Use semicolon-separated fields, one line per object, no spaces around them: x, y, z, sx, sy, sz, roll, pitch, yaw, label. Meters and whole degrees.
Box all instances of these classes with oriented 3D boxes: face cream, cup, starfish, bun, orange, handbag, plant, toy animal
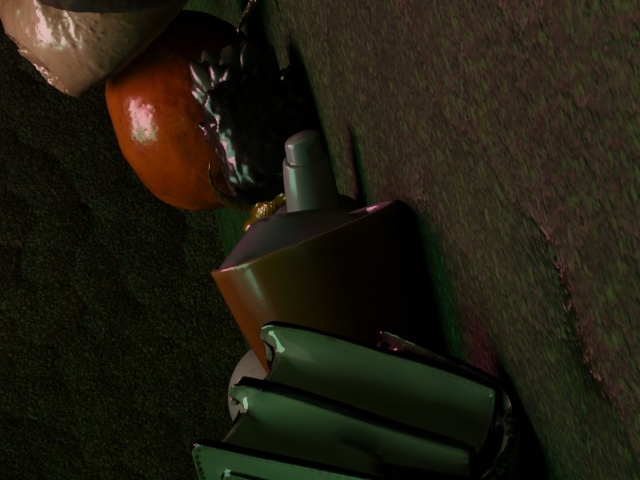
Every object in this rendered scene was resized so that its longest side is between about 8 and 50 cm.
0.000;0.000;1.605;0.101;0.101;0.252;-119;16;-62;face cream
0.029;0.087;1.418;0.226;0.182;0.264;-29;-81;-64;cup
-0.084;-0.313;1.824;0.133;0.041;0.130;-139;48;-73;starfish
-0.295;-0.371;2.016;0.202;0.364;0.364;43;-173;-24;bun
-0.176;-0.177;2.110;0.284;0.226;0.284;158;90;-85;orange
0.053;0.249;1.253;0.160;0.236;0.359;-56;-30;-39;handbag
-0.075;-0.148;1.785;0.132;0.129;0.195;111;141;-74;plant
-0.062;-0.038;2.047;0.219;0.095;0.155;45;173;-3;toy animal

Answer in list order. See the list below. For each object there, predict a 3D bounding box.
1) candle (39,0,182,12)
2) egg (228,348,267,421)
-0.087;-0.295;1.227;0.317;0.287;0.131;-56;-30;-36;candle
-0.040;0.216;2.067;0.231;0.168;0.168;-156;52;-78;egg
